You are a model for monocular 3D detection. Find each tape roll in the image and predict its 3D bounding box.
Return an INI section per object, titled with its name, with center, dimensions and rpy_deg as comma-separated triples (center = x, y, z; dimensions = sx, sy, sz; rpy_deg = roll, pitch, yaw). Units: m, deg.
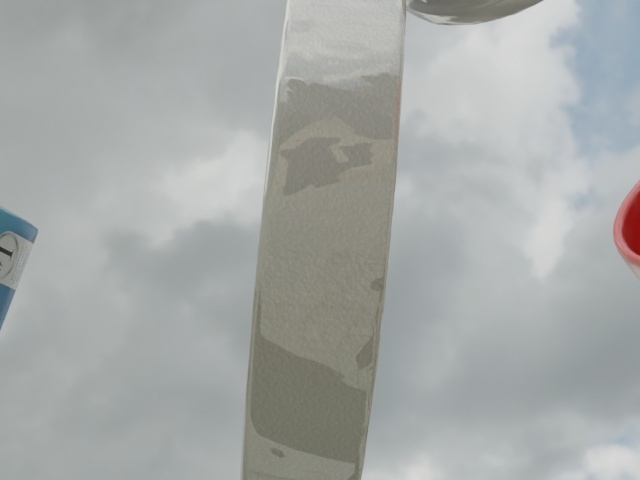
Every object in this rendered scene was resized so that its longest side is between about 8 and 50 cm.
[tape roll]
center = 0.000, 0.000, 0.792
dimensions = 0.072, 0.392, 0.392
rpy_deg = 5, -47, -1

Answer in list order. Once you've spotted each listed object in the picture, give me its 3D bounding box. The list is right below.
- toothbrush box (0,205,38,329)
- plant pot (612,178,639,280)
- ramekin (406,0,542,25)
[toothbrush box]
center = -0.311, 0.039, 0.681
dimensions = 0.126, 0.216, 0.295
rpy_deg = 16, -9, 15
[plant pot]
center = 0.425, 0.033, 1.017
dimensions = 0.275, 0.275, 0.243
rpy_deg = -30, -73, 12
[ramekin]
center = 0.104, -0.297, 0.832
dimensions = 0.127, 0.273, 0.273
rpy_deg = 26, -59, -41
